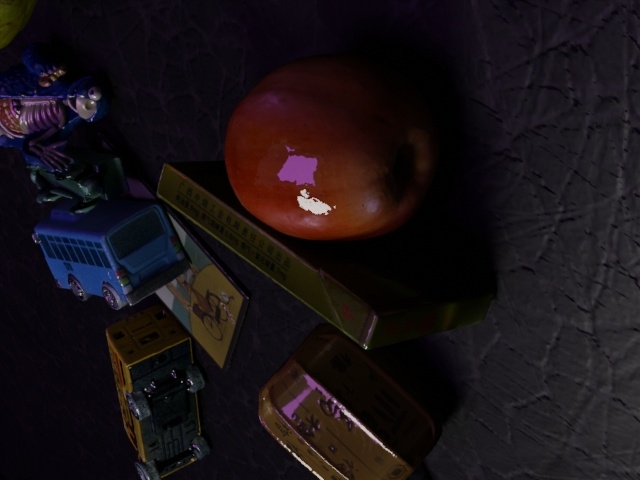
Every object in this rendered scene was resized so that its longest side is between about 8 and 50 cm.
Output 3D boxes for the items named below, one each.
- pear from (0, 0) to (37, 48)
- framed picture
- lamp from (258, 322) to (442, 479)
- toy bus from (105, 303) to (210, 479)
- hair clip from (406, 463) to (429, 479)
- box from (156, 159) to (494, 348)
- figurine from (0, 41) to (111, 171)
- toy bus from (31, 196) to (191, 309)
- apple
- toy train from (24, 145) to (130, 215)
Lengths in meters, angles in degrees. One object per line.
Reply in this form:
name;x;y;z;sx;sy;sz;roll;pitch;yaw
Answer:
pear;-0.447;-0.359;1.408;0.287;0.287;0.375;30;149;40
framed picture;-0.220;0.022;1.739;0.324;0.013;0.244;46;150;15
lamp;0.034;0.190;1.353;0.185;0.161;0.161;40;151;5
toy bus;-0.259;0.252;1.941;0.123;0.121;0.335;48;153;33
hair clip;0.106;0.301;1.477;0.036;0.066;0.229;1;128;49
box;0.000;0.000;1.195;0.311;0.173;0.043;35;118;37
figurine;-0.368;-0.182;1.654;0.262;0.121;0.164;16;96;41
toy bus;-0.300;0.008;1.717;0.234;0.116;0.133;7;125;52
apple;0.016;-0.081;1.085;0.199;0.199;0.199;38;148;30
toy train;-0.334;-0.088;1.677;0.172;0.099;0.070;16;127;49
